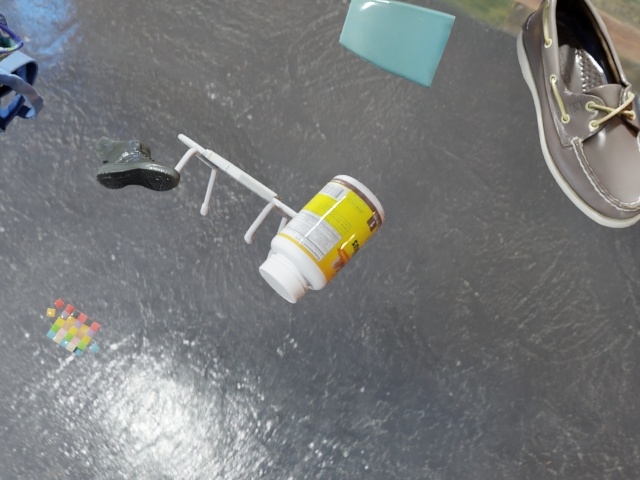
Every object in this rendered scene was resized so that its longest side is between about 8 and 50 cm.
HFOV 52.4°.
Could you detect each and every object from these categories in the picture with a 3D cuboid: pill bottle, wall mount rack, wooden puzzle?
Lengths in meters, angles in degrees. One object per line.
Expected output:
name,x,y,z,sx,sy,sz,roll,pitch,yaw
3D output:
pill bottle,0.000,0.000,1.084,0.117,0.117,0.215,40,74,12
wall mount rack,-0.183,-0.076,1.415,0.350,0.304,0.130,35,88,9
wooden puzzle,-0.319,0.115,0.838,0.083,0.006,0.049,35,89,-8

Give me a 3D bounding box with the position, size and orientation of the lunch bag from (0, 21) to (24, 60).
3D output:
lunch bag,-0.607,-0.331,1.103,0.128,0.151,0.096,-18,81,24

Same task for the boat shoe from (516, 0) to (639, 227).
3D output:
boat shoe,0.345,-0.177,0.836,0.116,0.097,0.325,-9,70,-7

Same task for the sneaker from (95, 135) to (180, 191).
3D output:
sneaker,-0.282,-0.123,1.004,0.170,0.051,0.089,1,50,20

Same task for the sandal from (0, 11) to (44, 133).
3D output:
sandal,-0.615,-0.328,1.267,0.138,0.126,0.318,-15,64,-5

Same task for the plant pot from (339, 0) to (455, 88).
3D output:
plant pot,0.171,-0.486,1.532,0.234,0.166,0.165,18,22,-2
